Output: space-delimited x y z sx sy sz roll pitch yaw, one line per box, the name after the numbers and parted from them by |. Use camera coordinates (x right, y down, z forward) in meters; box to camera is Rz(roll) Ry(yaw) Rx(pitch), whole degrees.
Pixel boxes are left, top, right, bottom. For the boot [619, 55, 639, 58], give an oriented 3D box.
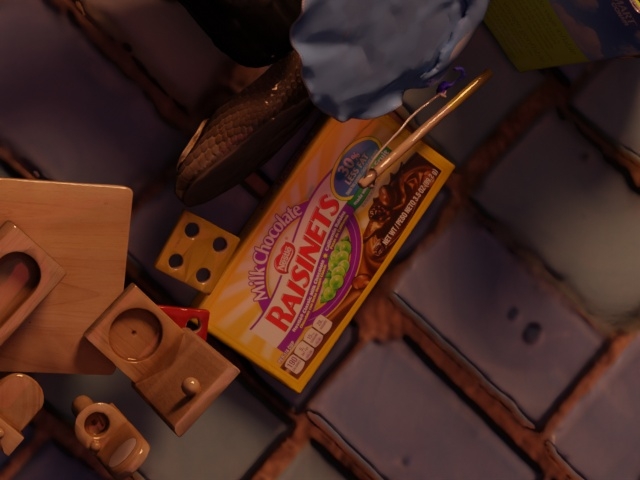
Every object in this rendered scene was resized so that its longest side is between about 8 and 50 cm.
0.188 -0.264 1.283 0.112 0.115 0.305 -37 108 -8 | boot

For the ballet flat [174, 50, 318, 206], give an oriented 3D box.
-0.018 -0.122 1.264 0.058 0.084 0.250 44 81 8 | ballet flat

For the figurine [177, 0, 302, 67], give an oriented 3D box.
-0.051 -0.251 1.167 0.215 0.092 0.209 -53 136 0 | figurine

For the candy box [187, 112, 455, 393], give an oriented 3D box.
0.000 0.000 1.312 0.105 0.027 0.206 35 87 -18 | candy box

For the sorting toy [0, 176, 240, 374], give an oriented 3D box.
-0.195 0.022 1.237 0.274 0.046 0.132 3 99 -19 | sorting toy

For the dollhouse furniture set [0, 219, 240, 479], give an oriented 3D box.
-0.168 0.077 1.164 0.144 0.123 0.151 -47 111 -6 | dollhouse furniture set

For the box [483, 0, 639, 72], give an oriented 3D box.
0.176 -0.176 1.258 0.042 0.178 0.109 -47 112 -23 | box

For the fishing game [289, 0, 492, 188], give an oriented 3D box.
0.047 -0.169 1.208 0.189 0.041 0.264 -45 142 -15 | fishing game
